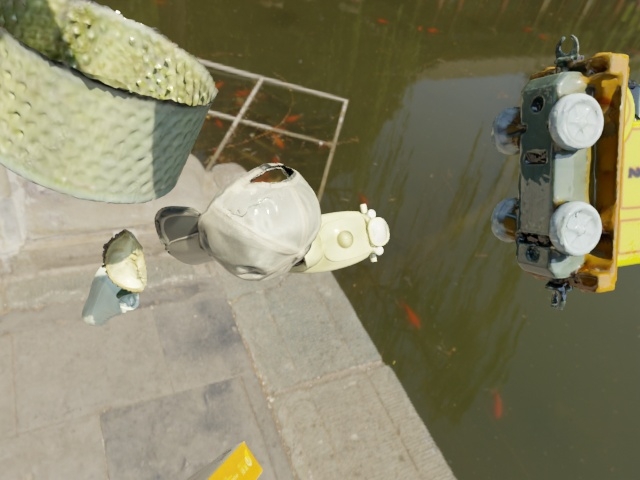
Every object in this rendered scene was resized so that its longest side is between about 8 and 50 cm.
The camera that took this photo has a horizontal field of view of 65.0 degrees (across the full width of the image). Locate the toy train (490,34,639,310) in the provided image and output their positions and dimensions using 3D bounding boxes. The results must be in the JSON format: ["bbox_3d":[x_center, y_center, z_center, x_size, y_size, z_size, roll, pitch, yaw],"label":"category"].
[{"bbox_3d":[0.218,-0.053,0.415,0.127,0.220,0.089,-4,8,-17],"label":"toy train"}]

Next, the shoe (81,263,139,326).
[{"bbox_3d":[-0.511,0.156,1.243,0.110,0.265,0.095,31,44,-1],"label":"shoe"}]

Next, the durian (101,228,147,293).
[{"bbox_3d":[-0.332,0.037,0.846,0.066,0.131,0.052,19,35,30],"label":"durian"}]

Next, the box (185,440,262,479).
[{"bbox_3d":[-0.269,0.569,1.073,0.091,0.220,0.274,54,17,6],"label":"box"}]

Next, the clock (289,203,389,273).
[{"bbox_3d":[0.000,0.000,1.095,0.276,0.120,0.379,-12,5,-1],"label":"clock"}]

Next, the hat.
[{"bbox_3d":[-0.122,-0.008,0.789,0.231,0.275,0.161,-12,82,-50],"label":"hat"}]

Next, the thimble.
[{"bbox_3d":[-0.275,-0.178,0.619,0.270,0.150,0.271,25,27,-14],"label":"thimble"}]
